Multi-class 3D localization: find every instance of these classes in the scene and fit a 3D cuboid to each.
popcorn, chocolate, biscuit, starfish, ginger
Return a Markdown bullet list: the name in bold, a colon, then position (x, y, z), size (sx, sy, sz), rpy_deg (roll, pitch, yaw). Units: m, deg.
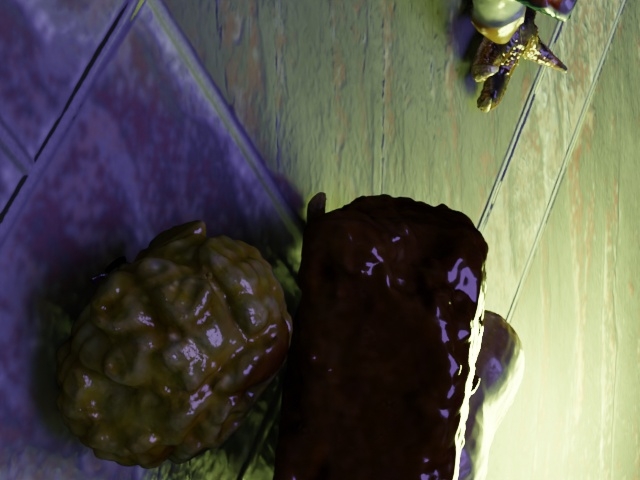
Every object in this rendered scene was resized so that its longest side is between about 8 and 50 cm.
- **popcorn**: position (-0.121, 0.086, 1.244), size (0.169, 0.218, 0.189), rpy_deg (40, 26, -3)
- **chocolate**: position (0.151, 0.204, 1.748), size (0.309, 0.134, 0.134), rpy_deg (-56, 139, -40)
- **biscuit**: position (0.067, 0.132, 1.439), size (0.395, 0.166, 0.342), rpy_deg (-38, 138, -79)
- **starfish**: position (0.247, -0.262, 1.914), size (0.238, 0.071, 0.216), rpy_deg (-59, 147, -21)
- **ginger**: position (0.000, -0.001, 1.563), size (0.048, 0.030, 0.097), rpy_deg (16, 75, -37)

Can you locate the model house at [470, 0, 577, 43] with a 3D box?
- **model house**: position (0.218, -0.357, 1.685), size (0.190, 0.271, 0.301), rpy_deg (-46, 150, -27)
